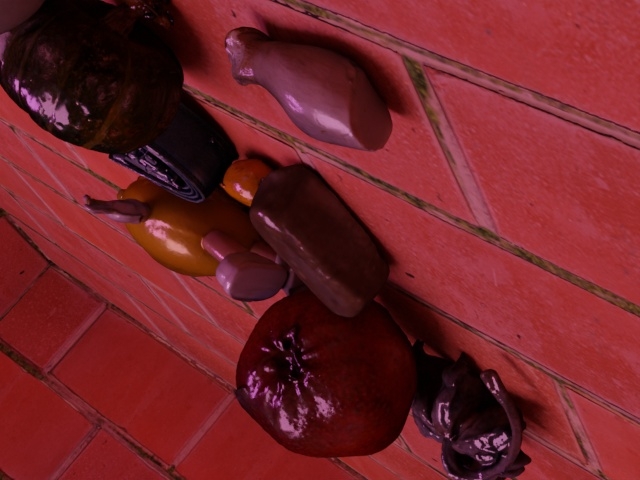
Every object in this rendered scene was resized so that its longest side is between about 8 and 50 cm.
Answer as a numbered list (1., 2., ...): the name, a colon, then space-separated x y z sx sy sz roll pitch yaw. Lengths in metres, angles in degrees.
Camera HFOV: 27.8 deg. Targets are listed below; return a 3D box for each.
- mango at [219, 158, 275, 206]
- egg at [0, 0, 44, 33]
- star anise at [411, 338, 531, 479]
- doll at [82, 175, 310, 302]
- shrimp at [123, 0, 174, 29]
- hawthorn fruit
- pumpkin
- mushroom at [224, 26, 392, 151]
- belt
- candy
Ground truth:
1. mango: -0.093 -0.074 1.894 0.101 0.066 0.187 31 170 2
2. egg: -0.413 -0.364 1.448 0.258 0.258 0.352 38 167 9
3. star anise: 0.220 0.281 2.021 0.316 0.139 0.359 24 149 49
4. doll: -0.191 -0.008 2.067 0.423 0.161 0.348 22 -173 13
5. shrimp: -0.252 -0.328 1.593 0.190 0.042 0.101 41 -174 -4
6. hawthorn fruit: 0.032 0.211 1.982 0.265 0.265 0.307 28 177 40
7. pumpkin: -0.286 -0.230 1.661 0.260 0.189 0.260 24 -158 -10
8. mushroom: -0.021 -0.165 1.389 0.225 0.093 0.116 26 -179 30
9. belt: -0.255 -0.154 1.953 0.267 0.116 0.206 25 164 38
10. candy: 0.000 0.000 1.803 0.234 0.104 0.102 46 159 -25
